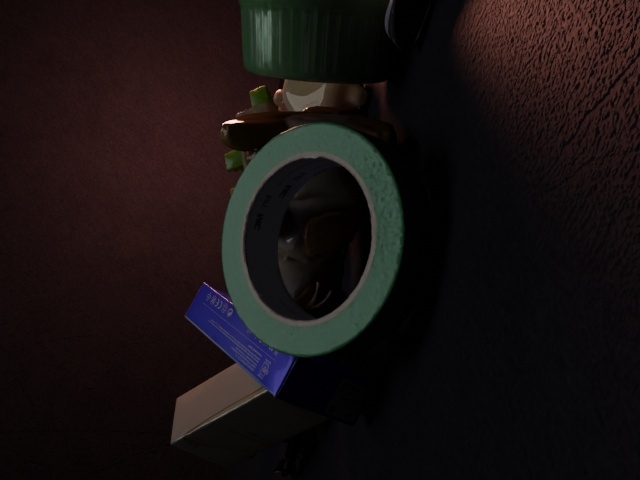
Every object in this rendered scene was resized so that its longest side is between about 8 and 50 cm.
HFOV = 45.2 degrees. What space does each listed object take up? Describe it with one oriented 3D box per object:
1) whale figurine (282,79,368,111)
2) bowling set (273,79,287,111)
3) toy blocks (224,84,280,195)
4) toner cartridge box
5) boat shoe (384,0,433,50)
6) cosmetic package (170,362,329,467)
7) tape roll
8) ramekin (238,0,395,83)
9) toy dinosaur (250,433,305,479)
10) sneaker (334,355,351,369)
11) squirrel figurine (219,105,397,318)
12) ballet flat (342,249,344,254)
[{"bbox_3d":[0.021,-0.266,1.641,0.216,0.141,0.271,-18,72,31],"label":"whale figurine"},{"bbox_3d":[-0.040,-0.415,2.227,0.200,0.154,0.287,-61,-12,-55],"label":"bowling set"},{"bbox_3d":[-0.092,-0.169,1.982,0.261,0.191,0.381,29,-134,-60],"label":"toy blocks"},{"bbox_3d":[-0.079,0.179,1.267,0.348,0.165,0.075,26,86,55],"label":"toner cartridge box"},{"bbox_3d":[0.146,-0.394,1.172,0.076,0.080,0.228,-99,18,-44],"label":"boat shoe"},{"bbox_3d":[-0.137,0.328,1.513,0.309,0.160,0.113,-36,37,33],"label":"cosmetic package"},{"bbox_3d":[0.000,0.000,1.066,0.321,0.077,0.321,-5,82,38],"label":"tape roll"},{"bbox_3d":[-0.002,-0.372,1.395,0.303,0.304,0.148,-110,23,-72],"label":"ramekin"},{"bbox_3d":[-0.097,0.386,1.692,0.322,0.164,0.218,84,-156,-63],"label":"toy dinosaur"},{"bbox_3d":[0.017,0.218,1.343,0.221,0.083,0.087,-102,29,-61],"label":"sneaker"},{"bbox_3d":[-0.007,-0.043,1.378,0.397,0.281,0.370,-65,-23,-71],"label":"squirrel figurine"},{"bbox_3d":[-0.028,0.106,1.634,0.107,0.106,0.315,-106,26,-69],"label":"ballet flat"}]
